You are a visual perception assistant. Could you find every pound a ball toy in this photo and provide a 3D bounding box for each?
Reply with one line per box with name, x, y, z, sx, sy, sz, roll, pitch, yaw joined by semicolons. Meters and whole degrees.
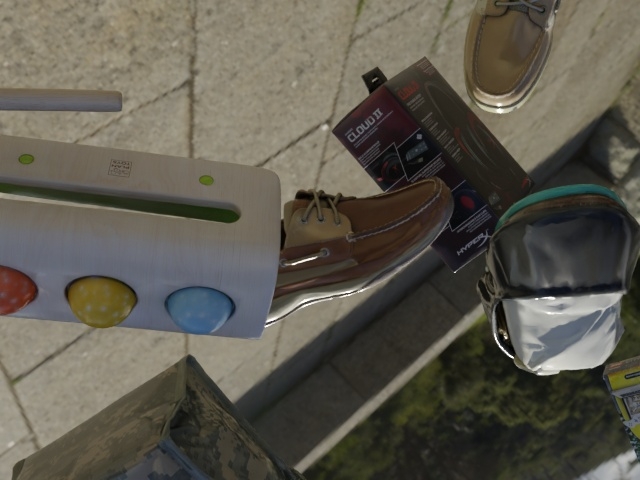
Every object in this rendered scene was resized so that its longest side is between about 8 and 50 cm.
pound a ball toy;-0.192;-0.015;0.696;0.319;0.135;0.208;6;141;-10

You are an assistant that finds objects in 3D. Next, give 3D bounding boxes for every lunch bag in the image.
lunch bag;-0.138;0.298;0.864;0.235;0.287;0.169;-33;-161;12

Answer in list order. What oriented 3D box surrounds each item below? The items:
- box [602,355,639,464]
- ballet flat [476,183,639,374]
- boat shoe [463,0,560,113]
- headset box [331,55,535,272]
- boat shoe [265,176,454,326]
box;0.472;0.192;1.017;0.233;0.159;0.044;-22;-178;27
ballet flat;0.160;0.041;0.590;0.095;0.096;0.280;-6;168;7
boat shoe;0.247;-0.307;1.075;0.098;0.109;0.302;44;64;-74
headset box;0.161;-0.129;1.262;0.110;0.293;0.218;-40;-179;31
boat shoe;0.000;0.000;1.037;0.324;0.116;0.123;-26;-157;13
